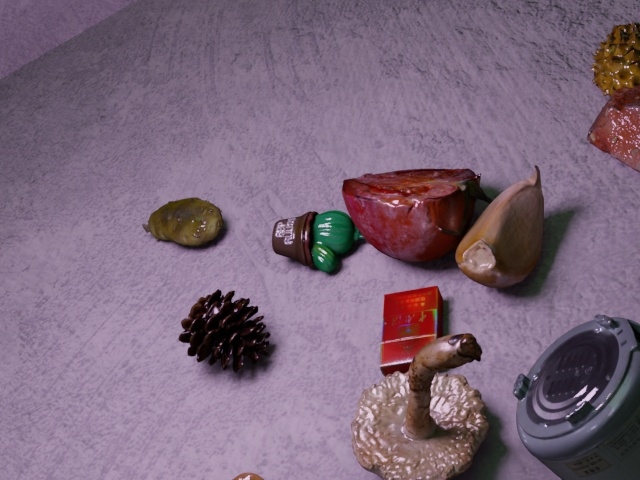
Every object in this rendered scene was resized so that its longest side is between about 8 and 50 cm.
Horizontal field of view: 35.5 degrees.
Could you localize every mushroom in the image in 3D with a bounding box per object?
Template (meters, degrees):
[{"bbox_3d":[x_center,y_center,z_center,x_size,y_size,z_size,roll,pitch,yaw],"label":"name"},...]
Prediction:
[{"bbox_3d":[0.167,0.245,1.647,0.233,0.302,0.208,11,20,19],"label":"mushroom"}]

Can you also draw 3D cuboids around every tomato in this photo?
[{"bbox_3d":[0.180,-0.044,2.004,0.309,0.170,0.309,-5,11,1],"label":"tomato"}]

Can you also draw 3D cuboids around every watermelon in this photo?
[{"bbox_3d":[0.643,-0.243,2.016,0.193,0.140,0.256,-36,34,-22],"label":"watermelon"}]

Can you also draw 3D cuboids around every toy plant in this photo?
[{"bbox_3d":[0.000,0.000,2.103,0.200,0.105,0.143,2,58,12],"label":"toy plant"}]

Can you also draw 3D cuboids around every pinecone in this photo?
[{"bbox_3d":[-0.177,0.184,1.974,0.165,0.163,0.163,29,63,19],"label":"pinecone"}]

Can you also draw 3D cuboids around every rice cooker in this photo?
[{"bbox_3d":[0.451,0.274,1.459,0.316,0.317,0.264,-19,22,10],"label":"rice cooker"}]

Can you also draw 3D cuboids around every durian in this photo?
[{"bbox_3d":[0.700,-0.373,2.102,0.191,0.112,0.341,-40,45,-17],"label":"durian"}]

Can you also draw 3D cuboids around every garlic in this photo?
[{"bbox_3d":[0.347,-0.013,1.881,0.145,0.164,0.245,24,61,21],"label":"garlic"}]

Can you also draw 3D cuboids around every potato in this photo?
[{"bbox_3d":[-0.315,-0.043,2.313,0.225,0.090,0.117,3,56,39],"label":"potato"}]

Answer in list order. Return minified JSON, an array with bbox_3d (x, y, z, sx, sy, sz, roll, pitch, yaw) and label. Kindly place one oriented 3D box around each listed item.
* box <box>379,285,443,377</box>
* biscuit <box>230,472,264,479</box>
[{"bbox_3d":[0.171,0.171,1.878,0.112,0.048,0.175,-11,44,17],"label":"box"},{"bbox_3d":[-0.192,0.569,1.657,0.365,0.062,0.385,-20,42,5],"label":"biscuit"}]
